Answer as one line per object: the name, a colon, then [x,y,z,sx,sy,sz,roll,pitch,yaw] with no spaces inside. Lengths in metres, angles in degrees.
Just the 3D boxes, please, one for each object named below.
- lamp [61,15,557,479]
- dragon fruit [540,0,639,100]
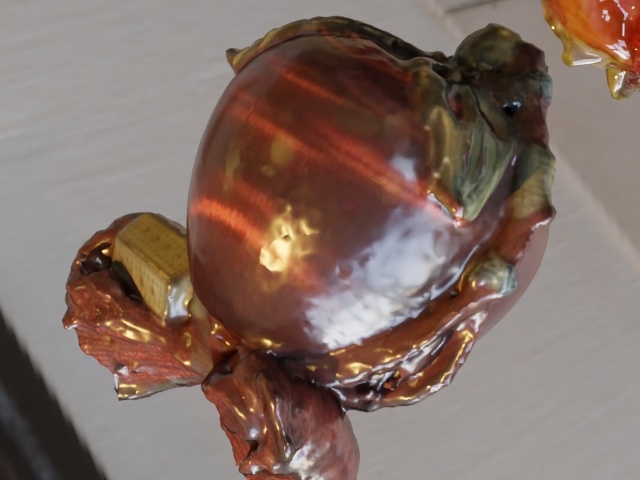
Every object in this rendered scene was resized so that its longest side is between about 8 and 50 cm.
lamp: [-0.004,-0.009,0.825,0.215,0.223,0.151,39,169,52]
dragon fruit: [0.252,-0.114,0.619,0.342,0.277,0.277,-17,91,38]
